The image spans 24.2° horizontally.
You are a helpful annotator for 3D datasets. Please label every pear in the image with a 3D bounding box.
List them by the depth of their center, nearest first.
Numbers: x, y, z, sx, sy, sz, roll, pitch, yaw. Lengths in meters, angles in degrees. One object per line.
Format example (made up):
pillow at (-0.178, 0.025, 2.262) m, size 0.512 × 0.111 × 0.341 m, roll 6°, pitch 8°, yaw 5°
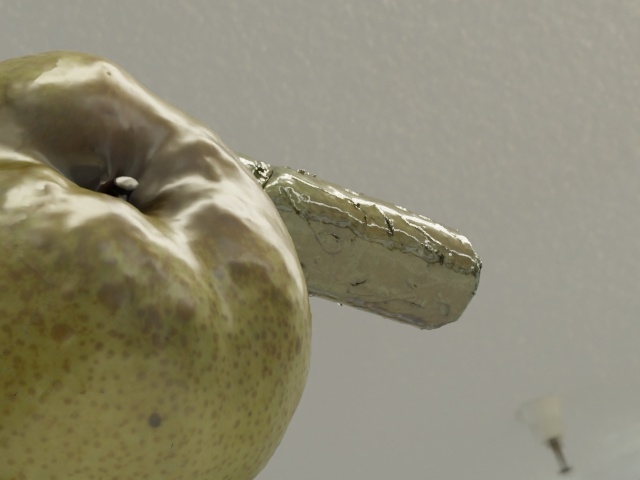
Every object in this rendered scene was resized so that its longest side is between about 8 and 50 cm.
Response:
pear at (-0.082, 0.026, 0.493) m, size 0.167 × 0.167 × 0.136 m, roll 8°, pitch -48°, yaw -37°

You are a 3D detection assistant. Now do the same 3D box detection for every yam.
yam at (0.000, 0.000, 0.625) m, size 0.132 × 0.054 × 0.054 m, roll 18°, pitch -46°, yaw -27°
